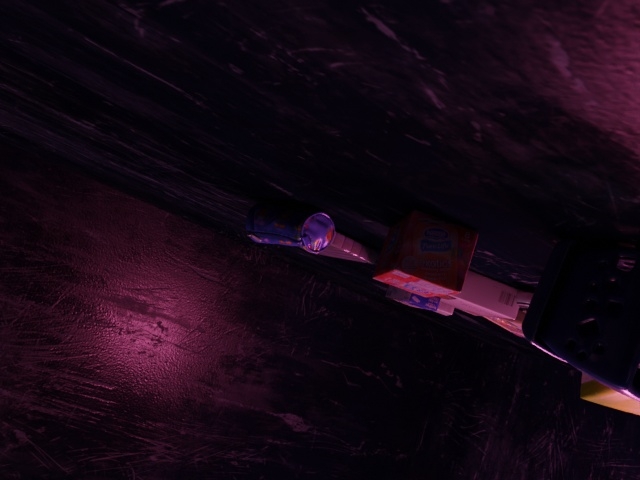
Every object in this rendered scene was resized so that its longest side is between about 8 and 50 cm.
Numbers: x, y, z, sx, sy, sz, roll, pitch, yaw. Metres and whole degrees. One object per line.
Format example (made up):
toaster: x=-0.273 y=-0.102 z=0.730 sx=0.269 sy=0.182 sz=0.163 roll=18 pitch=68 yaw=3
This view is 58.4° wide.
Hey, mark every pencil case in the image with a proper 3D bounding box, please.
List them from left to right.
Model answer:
pencil case: x=-0.102 y=-0.038 z=1.676 sx=0.306 sy=0.133 sz=0.119 roll=10 pitch=134 yaw=47

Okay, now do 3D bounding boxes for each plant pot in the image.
plant pot: x=0.506 y=0.133 z=1.013 sx=0.212 sy=0.236 sz=0.236 roll=20 pitch=175 yaw=46

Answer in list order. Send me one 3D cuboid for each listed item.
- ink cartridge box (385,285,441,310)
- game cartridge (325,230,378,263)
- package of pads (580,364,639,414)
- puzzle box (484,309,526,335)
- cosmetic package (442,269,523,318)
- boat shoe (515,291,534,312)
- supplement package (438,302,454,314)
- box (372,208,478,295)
ink cartridge box: x=0.285 y=0.178 z=1.790 sx=0.097 sy=0.046 sz=0.207 roll=21 pitch=173 yaw=-11
game cartridge: x=0.000 y=0.000 z=1.935 sx=0.230 sy=0.068 sz=0.355 roll=30 pitch=168 yaw=-33
package of pads: x=0.814 y=0.345 z=1.380 sx=0.229 sy=0.101 sz=0.296 roll=17 pitch=155 yaw=-4
puzzle box: x=0.802 y=0.332 z=2.191 sx=0.272 sy=0.052 sz=0.409 roll=12 pitch=169 yaw=46
cosmetic package: x=0.382 y=0.134 z=1.769 sx=0.377 sy=0.097 sz=0.284 roll=21 pitch=175 yaw=-4
boat shoe: x=0.689 y=0.242 z=1.633 sx=0.335 sy=0.119 sz=0.121 roll=23 pitch=171 yaw=-20
supplement package: x=0.394 y=0.191 z=2.059 sx=0.179 sy=0.105 sz=0.105 roll=20 pitch=172 yaw=5
box: x=0.233 y=0.040 z=1.332 sx=0.154 sy=0.142 sz=0.300 roll=20 pitch=172 yaw=0
